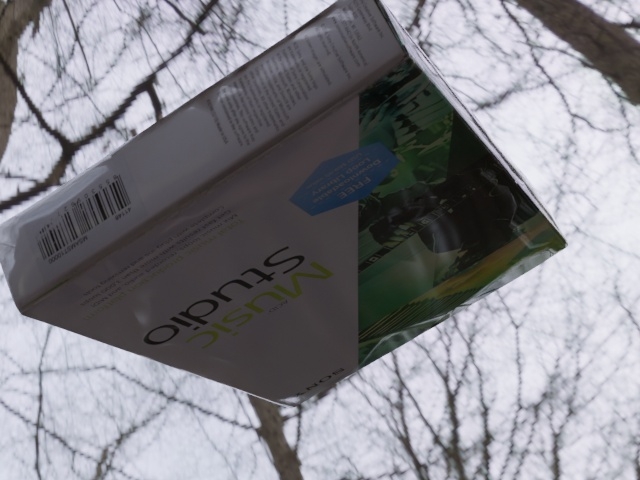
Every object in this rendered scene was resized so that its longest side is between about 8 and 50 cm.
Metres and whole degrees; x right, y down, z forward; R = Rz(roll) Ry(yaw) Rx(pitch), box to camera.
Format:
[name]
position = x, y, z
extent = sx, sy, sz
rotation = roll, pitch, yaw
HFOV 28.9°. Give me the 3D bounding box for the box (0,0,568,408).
[box]
position = 0.000, 0.000, 0.727
extent = 0.232, 0.058, 0.322
rotation = -32, -25, 13
